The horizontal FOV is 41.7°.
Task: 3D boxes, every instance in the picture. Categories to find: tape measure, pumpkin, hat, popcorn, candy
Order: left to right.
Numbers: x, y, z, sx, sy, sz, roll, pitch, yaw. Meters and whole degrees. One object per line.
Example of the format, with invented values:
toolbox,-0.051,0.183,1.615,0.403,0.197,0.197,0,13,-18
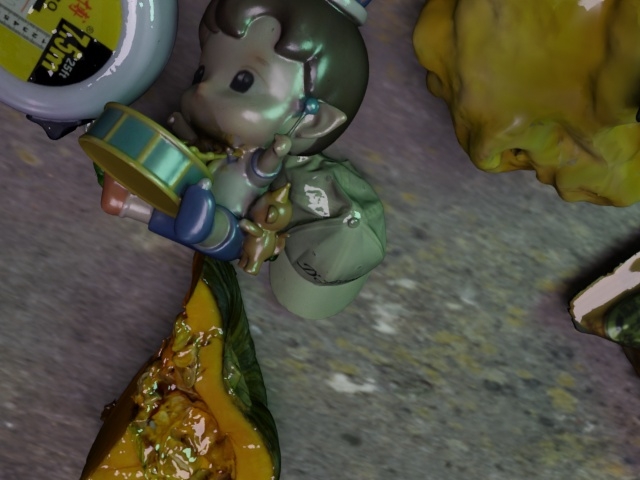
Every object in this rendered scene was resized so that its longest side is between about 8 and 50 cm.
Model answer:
tape measure,-0.205,-0.179,0.668,0.178,0.105,0.196,36,104,-8
pumpkin,-0.146,0.150,0.780,0.190,0.139,0.280,-14,110,1
hat,-0.001,0.002,0.767,0.123,0.081,0.166,17,120,-7
popcorn,0.229,-0.163,0.619,0.316,0.281,0.297,9,129,6
candy,0.356,0.122,0.822,0.143,0.101,0.271,-33,104,3

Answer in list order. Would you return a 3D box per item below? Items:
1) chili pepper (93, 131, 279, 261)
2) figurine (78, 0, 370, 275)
chili pepper,-0.109,-0.046,0.742,0.182,0.050,0.073,27,100,-4
figurine,-0.053,-0.115,0.651,0.275,0.161,0.158,-57,136,-18
